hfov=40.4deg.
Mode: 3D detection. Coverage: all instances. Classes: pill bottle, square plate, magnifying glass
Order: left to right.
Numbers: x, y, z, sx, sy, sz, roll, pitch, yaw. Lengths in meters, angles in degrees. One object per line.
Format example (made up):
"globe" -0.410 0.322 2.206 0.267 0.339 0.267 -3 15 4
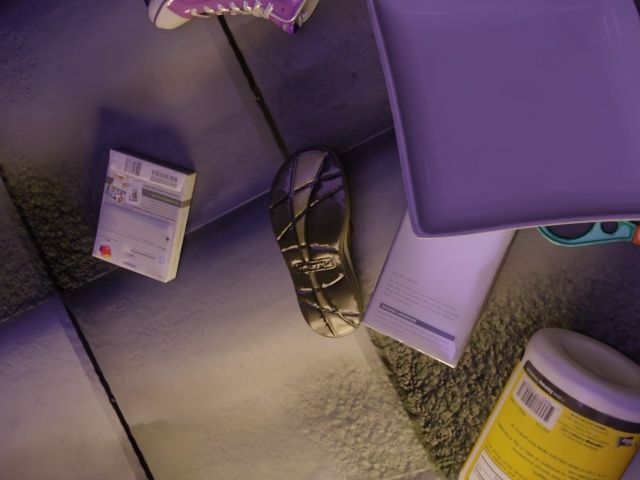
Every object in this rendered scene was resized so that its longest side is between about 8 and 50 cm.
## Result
"square plate" 0.242 -0.165 1.031 0.347 0.049 0.344 -5 67 -11
"pill bottle" 0.305 0.303 1.186 0.188 0.188 0.334 27 110 13
"magnifying glass" 0.400 -0.018 1.173 0.231 0.026 0.092 19 107 15

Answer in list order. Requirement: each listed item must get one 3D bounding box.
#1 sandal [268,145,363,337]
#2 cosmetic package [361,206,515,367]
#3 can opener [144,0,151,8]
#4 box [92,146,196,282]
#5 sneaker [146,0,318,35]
"sandal" -0.001 0.001 1.299 0.120 0.086 0.303 -2 115 15
"cosmetic package" 0.177 0.010 1.152 0.138 0.224 0.225 25 108 12
"can opener" -0.272 -0.441 1.317 0.059 0.073 0.186 -6 108 13
"box" -0.288 -0.042 1.414 0.145 0.038 0.186 18 106 16
"sneaker" -0.114 -0.347 1.255 0.282 0.102 0.161 -27 94 23
